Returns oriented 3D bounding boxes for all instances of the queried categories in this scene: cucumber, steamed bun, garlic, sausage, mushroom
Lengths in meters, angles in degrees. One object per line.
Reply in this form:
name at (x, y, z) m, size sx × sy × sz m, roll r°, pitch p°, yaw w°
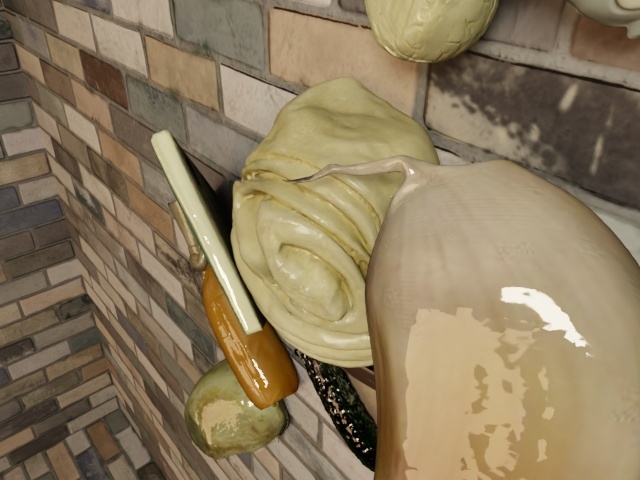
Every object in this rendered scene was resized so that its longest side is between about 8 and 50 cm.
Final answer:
cucumber at (0.037, 0.264, 0.813) m, size 0.067 × 0.067 × 0.245 m, roll -33°, pitch 84°, yaw 56°
steamed bun at (0.096, -0.204, 0.415) m, size 0.130 × 0.090 × 0.113 m, roll 153°, pitch 103°, yaw -71°
garlic at (0.143, 0.087, 0.424) m, size 0.245 × 0.231 × 0.340 m, roll -15°, pitch 83°, yaw 30°
sausage at (-0.151, 0.157, 0.964) m, size 0.328 × 0.112 × 0.112 m, roll 60°, pitch 146°, yaw 13°
steamed bun at (0.002, 0.002, 0.573) m, size 0.276 × 0.203 × 0.289 m, roll 44°, pitch 142°, yaw 28°
mushroom at (-0.204, 0.366, 1.111) m, size 0.267 × 0.164 × 0.190 m, roll 8°, pitch 118°, yaw 51°

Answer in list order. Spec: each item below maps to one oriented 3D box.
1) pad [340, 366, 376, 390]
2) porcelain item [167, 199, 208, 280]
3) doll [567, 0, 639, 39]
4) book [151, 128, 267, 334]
pad at (0.090, 0.196, 0.664) m, size 0.266 × 0.002 × 0.176 m, roll 17°, pitch 158°, yaw 48°
porcelain item at (-0.247, 0.015, 1.047) m, size 0.084 × 0.054 × 0.213 m, roll -12°, pitch 100°, yaw 58°
doll at (0.215, -0.173, 0.299) m, size 0.227 × 0.075 × 0.102 m, roll 16°, pitch 106°, yaw 35°
book at (-0.142, 0.008, 0.769) m, size 0.264 × 0.031 × 0.379 m, roll 64°, pitch 175°, yaw 3°
